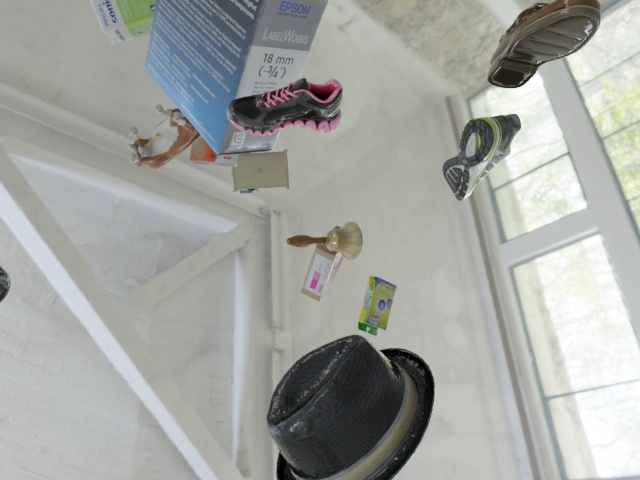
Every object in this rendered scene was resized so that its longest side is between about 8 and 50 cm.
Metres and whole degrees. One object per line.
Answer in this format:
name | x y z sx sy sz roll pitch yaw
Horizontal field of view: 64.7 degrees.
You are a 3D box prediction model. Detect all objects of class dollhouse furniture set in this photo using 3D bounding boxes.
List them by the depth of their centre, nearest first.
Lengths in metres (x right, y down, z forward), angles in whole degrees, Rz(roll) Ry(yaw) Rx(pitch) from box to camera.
dollhouse furniture set | -0.215 -0.322 1.873 0.303 0.198 0.286 -95 2 -76

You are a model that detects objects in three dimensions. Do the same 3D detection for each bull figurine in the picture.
bull figurine | -0.422 -0.319 1.456 0.101 0.310 0.188 51 -165 12

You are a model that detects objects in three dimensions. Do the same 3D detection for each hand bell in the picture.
hand bell | 0.000 0.000 1.590 0.242 0.126 0.126 0 -114 -33

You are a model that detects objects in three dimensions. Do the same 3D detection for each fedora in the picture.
fedora | 0.027 0.281 0.870 0.152 0.334 0.334 52 -141 -22

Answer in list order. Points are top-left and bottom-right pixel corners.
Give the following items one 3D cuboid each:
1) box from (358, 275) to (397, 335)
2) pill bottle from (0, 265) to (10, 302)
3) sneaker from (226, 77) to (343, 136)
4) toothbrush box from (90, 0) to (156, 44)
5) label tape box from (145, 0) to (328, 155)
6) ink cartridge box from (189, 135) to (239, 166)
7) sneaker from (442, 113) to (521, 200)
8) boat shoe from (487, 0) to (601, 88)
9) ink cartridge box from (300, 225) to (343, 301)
box | 0.183 0.216 1.644 0.105 0.043 0.179 25 -104 -39
pill bottle | -0.734 0.044 1.008 0.219 0.123 0.123 36 -148 21
sneaker | -0.031 -0.135 0.489 0.119 0.057 0.047 -9 -118 -19
toothbrush box | -0.461 -0.672 1.329 0.283 0.122 0.206 -22 -83 -8
label tape box | -0.112 -0.318 0.662 0.106 0.334 0.240 -14 -128 -42
ink cartridge box | -0.318 -0.321 1.557 0.045 0.145 0.179 46 -131 -82
sneaker | 0.393 -0.196 1.228 0.121 0.300 0.111 -19 -110 -14
boat shoe | 0.394 -0.382 0.923 0.110 0.307 0.104 14 -93 -8
ink cartridge box | 0.027 0.088 1.936 0.088 0.235 0.193 27 -145 12
